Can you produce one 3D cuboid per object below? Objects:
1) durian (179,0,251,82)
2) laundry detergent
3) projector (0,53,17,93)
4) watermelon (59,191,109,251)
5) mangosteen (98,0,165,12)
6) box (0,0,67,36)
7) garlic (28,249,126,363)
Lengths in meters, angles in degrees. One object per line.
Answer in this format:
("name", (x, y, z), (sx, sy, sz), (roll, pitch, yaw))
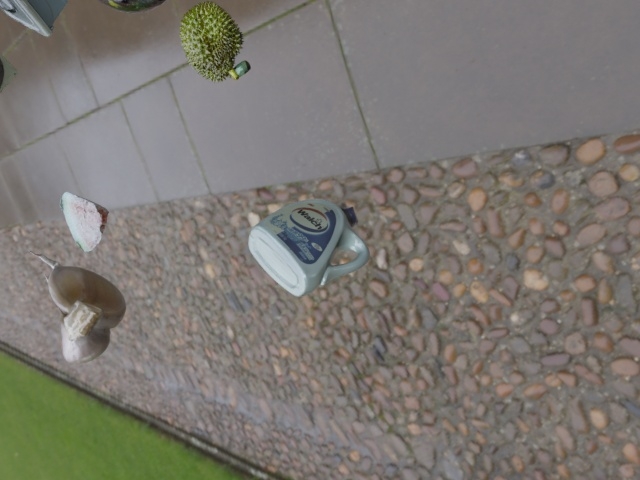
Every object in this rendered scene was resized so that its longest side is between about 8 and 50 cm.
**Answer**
("durian", (-0.276, -0.487, 1.656), (0.159, 0.146, 0.198), (39, 148, 38))
("laundry detergent", (0.000, 0.000, 1.498), (0.215, 0.280, 0.105), (43, 135, 24))
("projector", (-1.067, -0.483, 2.020), (0.079, 0.257, 0.259), (36, 170, 12))
("watermelon", (-0.534, -0.047, 1.543), (0.094, 0.081, 0.180), (43, 144, 15))
("mangosteen", (-0.434, -0.668, 1.538), (0.288, 0.288, 0.288), (30, 133, 38))
("box", (-0.733, -0.614, 1.621), (0.162, 0.130, 0.227), (29, 168, 16))
("garlic", (-0.721, 0.208, 1.963), (0.340, 0.246, 0.231), (37, 99, 33))
